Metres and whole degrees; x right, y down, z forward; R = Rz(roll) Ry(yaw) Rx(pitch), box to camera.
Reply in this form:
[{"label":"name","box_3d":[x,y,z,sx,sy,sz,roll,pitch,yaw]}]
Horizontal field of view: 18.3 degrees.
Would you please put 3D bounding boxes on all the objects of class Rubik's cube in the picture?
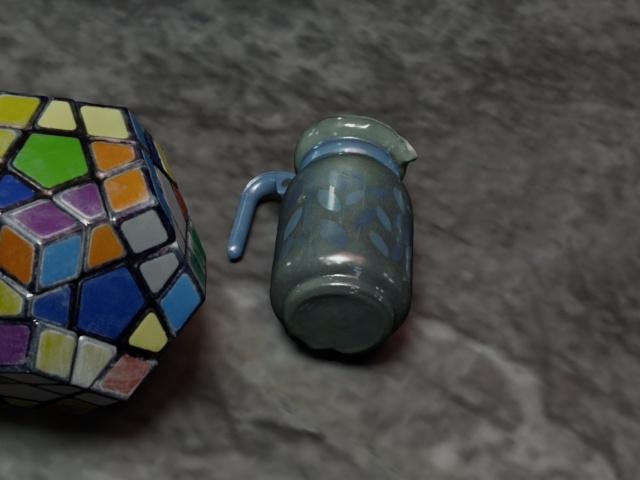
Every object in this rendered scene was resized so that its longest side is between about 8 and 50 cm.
[{"label":"Rubik's cube","box_3d":[-0.089,0.005,0.642,0.111,0.111,0.093,8,77,-7]}]

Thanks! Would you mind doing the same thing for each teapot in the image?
[{"label":"teapot","box_3d":[0.004,0.002,0.706,0.049,0.063,0.083,34,39,-27]}]
